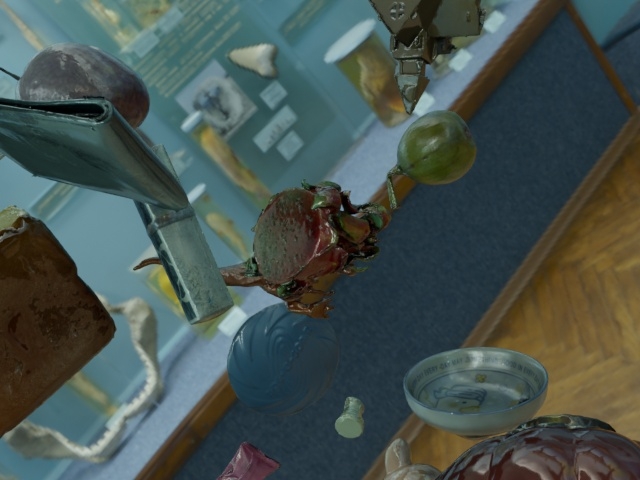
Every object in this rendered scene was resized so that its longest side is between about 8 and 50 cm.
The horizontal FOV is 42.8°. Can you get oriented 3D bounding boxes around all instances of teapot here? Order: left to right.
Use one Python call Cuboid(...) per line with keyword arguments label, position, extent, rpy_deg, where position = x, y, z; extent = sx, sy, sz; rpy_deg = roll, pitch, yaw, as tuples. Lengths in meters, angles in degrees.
Cuboid(label="teapot", position=(0.067, 0.366, 1.688), extent=(0.057, 0.067, 0.083), rpy_deg=(-33, 16, 24))

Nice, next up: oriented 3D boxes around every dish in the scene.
Cuboid(label="dish", position=(0.303, 0.321, 1.573), extent=(0.273, 0.133, 0.273), rpy_deg=(-9, 17, 3))

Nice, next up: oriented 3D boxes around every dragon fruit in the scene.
Cuboid(label="dragon fruit", position=(0.000, 0.000, 0.937), extent=(0.142, 0.175, 0.138), rpy_deg=(163, 106, -74))

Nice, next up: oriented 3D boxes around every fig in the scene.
Cuboid(label="fig", position=(0.205, -0.166, 1.557), extent=(0.186, 0.148, 0.142), rpy_deg=(-14, 26, 39))

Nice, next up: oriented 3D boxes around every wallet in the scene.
Cuboid(label="wallet", position=(-0.354, -0.132, 1.148), extent=(0.290, 0.251, 0.054), rpy_deg=(12, 72, 19))

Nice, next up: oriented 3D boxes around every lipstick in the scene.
Cuboid(label="lipstick", position=(-0.229, -0.007, 1.303), extent=(0.076, 0.289, 0.077), rpy_deg=(-25, -2, -27))

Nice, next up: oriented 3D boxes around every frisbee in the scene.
Cuboid(label="frisbee", position=(-0.081, 0.291, 1.968), extent=(0.289, 0.289, 0.049), rpy_deg=(-46, 23, -8))

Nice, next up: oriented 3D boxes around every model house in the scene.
Cuboid(label="model house", position=(0.173, -0.326, 1.321), extent=(0.176, 0.181, 0.248), rpy_deg=(5, 90, 27))

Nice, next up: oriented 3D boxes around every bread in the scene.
Cuboid(label="bread", position=(-0.597, 0.155, 1.522), extent=(0.143, 0.323, 0.333), rpy_deg=(12, 48, 46))

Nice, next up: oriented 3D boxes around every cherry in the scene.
Cuboid(label="cherry", position=(-0.423, -0.255, 1.450), extent=(0.213, 0.266, 0.183), rpy_deg=(-25, -49, -66))

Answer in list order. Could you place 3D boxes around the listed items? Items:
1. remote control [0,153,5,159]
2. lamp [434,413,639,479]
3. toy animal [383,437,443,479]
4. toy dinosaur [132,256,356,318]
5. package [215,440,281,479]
Cuboid(label="remote control", position=(-0.632, -0.121, 1.381), extent=(0.051, 0.103, 0.293), rpy_deg=(-55, 4, 43))
Cuboid(label="lamp", position=(0.233, 0.302, 0.757), extent=(0.303, 0.303, 0.257), rpy_deg=(-24, 40, 36))
Cuboid(label="toy animal", position=(0.211, 0.431, 1.290), extent=(0.165, 0.248, 0.149), rpy_deg=(-131, 61, -72))
Cuboid(label="toy dinosaur", position=(-0.081, 0.059, 1.416), extent=(0.208, 0.432, 0.097), rpy_deg=(36, 117, 50))
Cuboid(label="package", position=(-0.091, 0.279, 0.951), extent=(0.083, 0.059, 0.029), rpy_deg=(-52, 24, -2))
